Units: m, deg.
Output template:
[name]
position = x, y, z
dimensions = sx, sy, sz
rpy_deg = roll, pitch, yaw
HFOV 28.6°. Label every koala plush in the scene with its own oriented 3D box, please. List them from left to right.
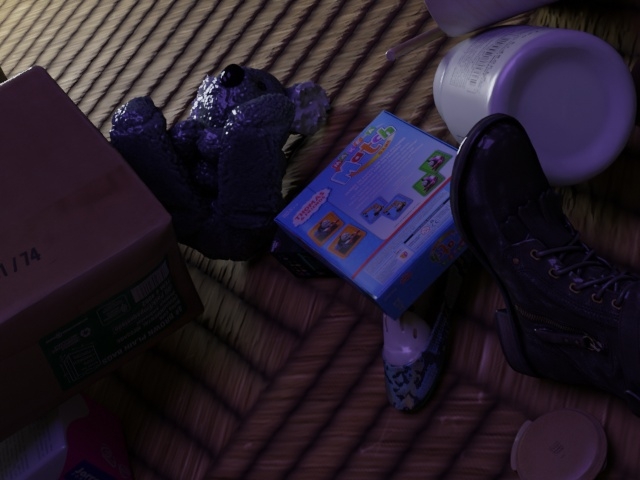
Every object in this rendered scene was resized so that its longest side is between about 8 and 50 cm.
[koala plush]
position = -0.097, -0.113, 1.399
dimensions = 0.196, 0.203, 0.221
rpy_deg = 0, 40, 16

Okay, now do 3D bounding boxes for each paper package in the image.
[paper package]
position = -0.338, 0.024, 1.292
dimensions = 0.325, 0.168, 0.309
rpy_deg = -33, 56, -16

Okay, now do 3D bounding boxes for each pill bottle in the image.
[pill bottle]
position = 0.181, -0.129, 1.135
dimensions = 0.131, 0.131, 0.229
rpy_deg = -47, 16, 1

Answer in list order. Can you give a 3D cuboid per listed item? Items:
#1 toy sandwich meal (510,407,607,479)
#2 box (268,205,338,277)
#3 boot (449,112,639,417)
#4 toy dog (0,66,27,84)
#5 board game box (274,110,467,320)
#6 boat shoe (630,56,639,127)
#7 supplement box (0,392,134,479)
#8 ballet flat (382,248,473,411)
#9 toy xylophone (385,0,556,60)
[toy sandwich meal]
position = 0.191, 0.172, 1.001
dimensions = 0.085, 0.029, 0.085
rpy_deg = -20, 47, 23
[box]
position = 0.000, 0.000, 1.296
dimensions = 0.083, 0.052, 0.062
rpy_deg = -2, 56, 42
[boot]
position = 0.219, 0.033, 0.940
dimensions = 0.091, 0.263, 0.229
rpy_deg = -33, 27, -24
[toy dog]
position = -0.525, -0.044, 1.563
dimensions = 0.408, 0.395, 0.284
rpy_deg = -28, 51, 10
[board game box]
position = 0.064, -0.031, 1.185
dimensions = 0.160, 0.039, 0.211
rpy_deg = -45, 35, -5
[boat shoe]
position = 0.375, -0.137, 0.973
dimensions = 0.302, 0.098, 0.109
rpy_deg = -19, 54, 57
[supplement box]
position = -0.318, 0.261, 1.325
dimensions = 0.220, 0.111, 0.114
rpy_deg = -39, 40, 11
[ballet flat]
position = 0.088, 0.062, 1.156
dimensions = 0.070, 0.070, 0.188
rpy_deg = -6, 55, 39
[toy xylophone]
position = 0.180, -0.256, 1.216
dimensions = 0.236, 0.081, 0.323
rpy_deg = -17, 7, 25
